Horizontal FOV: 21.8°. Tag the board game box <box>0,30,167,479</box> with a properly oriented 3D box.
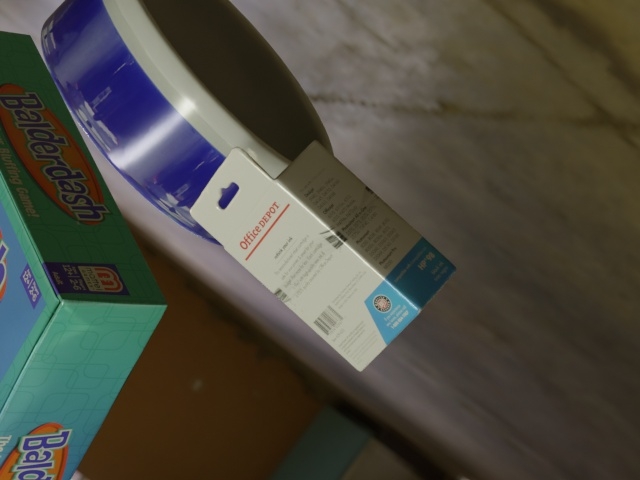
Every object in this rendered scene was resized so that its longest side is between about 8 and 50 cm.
[{"bbox_3d":[-0.148,0.044,0.672,0.047,0.210,0.160,4,-138,-37],"label":"board game box"}]

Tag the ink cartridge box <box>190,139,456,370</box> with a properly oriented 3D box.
[{"bbox_3d":[0.000,0.000,1.243,0.180,0.060,0.104,43,140,2],"label":"ink cartridge box"}]

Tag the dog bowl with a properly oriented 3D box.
[{"bbox_3d":[-0.112,-0.126,1.436,0.265,0.104,0.265,44,-162,-19],"label":"dog bowl"}]
